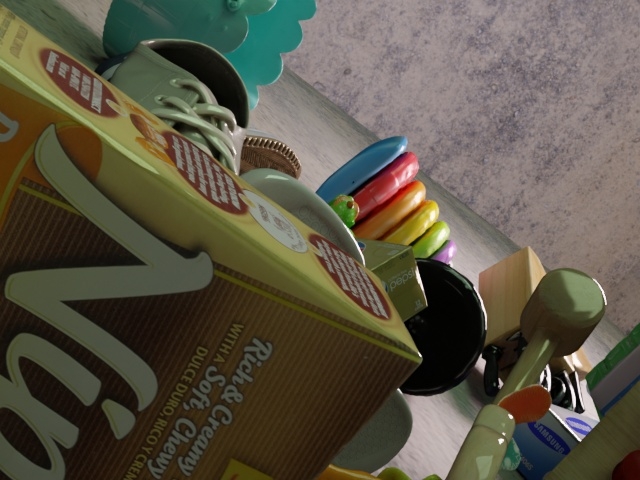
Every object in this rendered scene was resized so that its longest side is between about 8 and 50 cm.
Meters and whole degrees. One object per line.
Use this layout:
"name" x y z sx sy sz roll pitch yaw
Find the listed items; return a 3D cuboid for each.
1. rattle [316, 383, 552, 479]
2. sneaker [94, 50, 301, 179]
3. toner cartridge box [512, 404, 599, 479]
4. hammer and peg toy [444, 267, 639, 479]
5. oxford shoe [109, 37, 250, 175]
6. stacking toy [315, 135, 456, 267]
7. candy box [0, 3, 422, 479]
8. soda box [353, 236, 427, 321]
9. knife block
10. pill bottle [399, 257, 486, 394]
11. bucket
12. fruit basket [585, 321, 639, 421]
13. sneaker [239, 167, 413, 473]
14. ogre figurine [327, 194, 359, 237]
"rattle" 0.062 0.146 0.712 0.143 0.130 0.199 10 40 22
"sneaker" -0.141 -0.129 1.210 0.153 0.099 0.282 49 17 30
"toner cartridge box" 0.354 0.293 1.257 0.165 0.075 0.348 47 13 35
"hammer and peg toy" 0.256 0.214 0.840 0.361 0.266 0.127 43 -23 17
"oxford shoe" -0.128 -0.057 0.841 0.169 0.130 0.449 40 19 -20
"stacking toy" 0.129 0.010 1.493 0.302 0.175 0.166 51 9 -3
"candy box" -0.138 0.016 0.433 0.316 0.183 0.087 36 13 -21
"soda box" 0.005 0.032 0.916 0.181 0.061 0.058 11 -57 52
"knife block" 0.255 0.120 1.371 0.242 0.088 0.275 25 39 -56
"pill bottle" 0.098 0.090 1.033 0.123 0.123 0.219 42 -2 11
"bucket" -0.146 -0.294 1.427 0.183 0.281 0.281 37 11 5
"fruit basket" 0.407 0.212 0.974 0.165 0.327 0.353 -11 61 -25
"sneaker" -0.032 0.043 0.755 0.147 0.104 0.295 43 -16 43
"ogre figurine" 0.000 0.000 1.093 0.197 0.097 0.118 52 -7 -9
